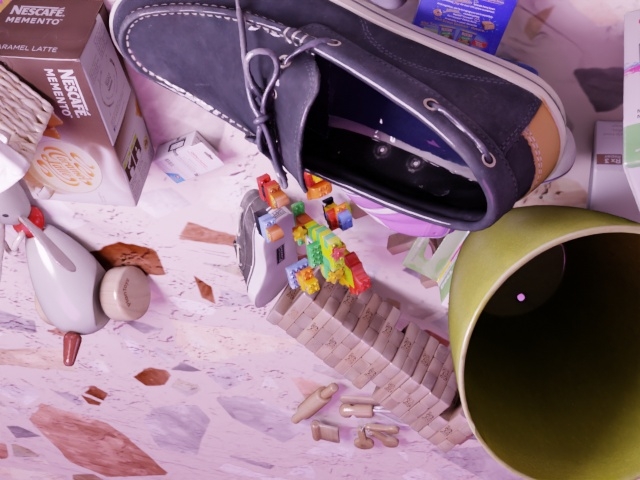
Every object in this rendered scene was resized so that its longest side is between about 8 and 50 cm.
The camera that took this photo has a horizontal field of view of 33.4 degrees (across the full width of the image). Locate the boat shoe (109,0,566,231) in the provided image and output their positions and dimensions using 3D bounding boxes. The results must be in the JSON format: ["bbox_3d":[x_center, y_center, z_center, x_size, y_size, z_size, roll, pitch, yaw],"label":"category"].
[{"bbox_3d":[-0.010,-0.145,1.061,0.500,0.156,0.187,23,141,16],"label":"boat shoe"}]

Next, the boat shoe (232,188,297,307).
[{"bbox_3d":[-0.078,0.010,1.434,0.070,0.078,0.219,43,150,21],"label":"boat shoe"}]

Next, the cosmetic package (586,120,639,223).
[{"bbox_3d":[0.368,-0.033,1.237,0.117,0.085,0.231,3,142,11],"label":"cosmetic package"}]

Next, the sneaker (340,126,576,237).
[{"bbox_3d":[0.170,-0.071,1.241,0.282,0.102,0.161,-2,150,29],"label":"sneaker"}]

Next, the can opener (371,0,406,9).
[{"bbox_3d":[0.046,-0.340,0.918,0.095,0.076,0.283,32,147,30],"label":"can opener"}]

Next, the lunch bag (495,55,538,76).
[{"bbox_3d":[0.190,-0.146,1.121,0.067,0.098,0.065,18,156,11],"label":"lunch bag"}]

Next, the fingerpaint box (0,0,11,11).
[{"bbox_3d":[-0.537,-0.336,0.929,0.371,0.163,0.445,-11,126,27],"label":"fingerpaint box"}]

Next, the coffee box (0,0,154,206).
[{"bbox_3d":[-0.294,-0.156,1.236,0.141,0.098,0.246,5,144,10],"label":"coffee box"}]

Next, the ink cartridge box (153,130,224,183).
[{"bbox_3d":[-0.161,-0.106,1.328,0.083,0.028,0.048,-16,136,33],"label":"ink cartridge box"}]

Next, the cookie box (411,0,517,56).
[{"bbox_3d":[0.144,-0.234,1.059,0.092,0.040,0.107,15,144,-2],"label":"cookie box"}]

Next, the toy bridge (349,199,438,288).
[{"bbox_3d":[0.117,0.000,1.397,0.063,0.026,0.188,-20,133,35],"label":"toy bridge"}]

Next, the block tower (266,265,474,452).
[{"bbox_3d":[0.092,0.160,1.487,0.335,0.091,0.097,36,135,-3],"label":"block tower"}]

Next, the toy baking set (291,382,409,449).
[{"bbox_3d":[0.069,0.293,1.811,0.197,0.030,0.256,18,144,-14],"label":"toy baking set"}]

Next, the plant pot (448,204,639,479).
[{"bbox_3d":[0.249,0.071,1.139,0.275,0.293,0.274,-2,108,-6],"label":"plant pot"}]

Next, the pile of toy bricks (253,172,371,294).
[{"bbox_3d":[0.000,0.000,1.307,0.118,0.105,0.212,-27,130,-19],"label":"pile of toy bricks"}]

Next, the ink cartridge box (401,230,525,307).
[{"bbox_3d":[0.220,0.046,1.355,0.209,0.062,0.109,25,117,-10],"label":"ink cartridge box"}]

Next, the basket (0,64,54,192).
[{"bbox_3d":[-0.384,-0.113,1.152,0.167,0.103,0.113,-21,130,41],"label":"basket"}]

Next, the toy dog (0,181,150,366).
[{"bbox_3d":[-0.396,0.053,1.497,0.334,0.161,0.220,35,138,-29],"label":"toy dog"}]

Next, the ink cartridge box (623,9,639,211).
[{"bbox_3d":[0.367,-0.133,0.990,0.154,0.212,0.093,-10,136,28],"label":"ink cartridge box"}]
